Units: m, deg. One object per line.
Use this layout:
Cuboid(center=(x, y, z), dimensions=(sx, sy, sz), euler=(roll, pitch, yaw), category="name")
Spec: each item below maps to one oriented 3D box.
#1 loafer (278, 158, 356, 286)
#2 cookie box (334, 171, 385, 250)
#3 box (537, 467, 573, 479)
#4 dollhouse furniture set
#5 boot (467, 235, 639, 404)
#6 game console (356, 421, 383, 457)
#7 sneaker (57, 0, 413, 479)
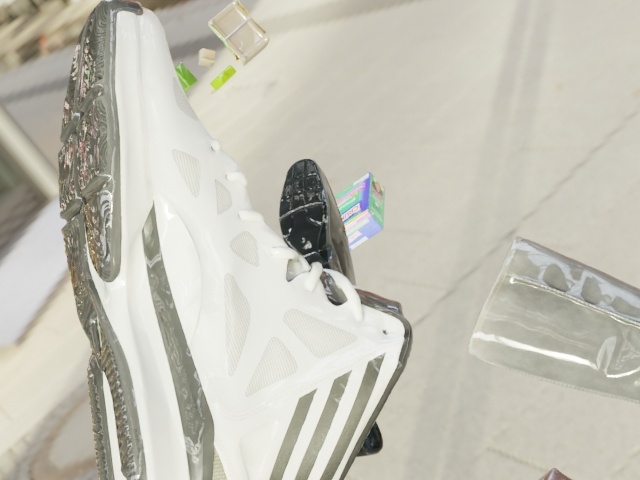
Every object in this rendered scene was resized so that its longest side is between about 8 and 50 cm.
Cuboid(center=(0.000, 0.000, 1.386), dimensions=(0.062, 0.170, 0.061), euler=(-15, -15, 31), category="loafer")
Cuboid(center=(0.048, -0.036, 1.954), dimensions=(0.092, 0.040, 0.107), euler=(-34, 27, 24), category="cookie box")
Cuboid(center=(0.313, 0.395, 1.268), dimensions=(0.143, 0.381, 0.191), euler=(-59, 2, -35), category="box")
Cuboid(center=(-0.143, -0.246, 1.799), dimensions=(0.152, 0.076, 0.058), euler=(-47, 8, -29), category="dollhouse furniture set")
Cuboid(center=(0.240, 0.046, 1.010), dimensions=(0.208, 0.076, 0.190), euler=(22, 65, 27), category="boot")
Cuboid(center=(-0.029, 0.294, 1.985), dimensions=(0.044, 0.213, 0.361), euler=(-37, 11, -37), category="game console")
Cuboid(center=(-0.071, 0.015, 1.133), dimensions=(0.257, 0.448, 0.169), euler=(-4, -10, -23), category="sneaker")
